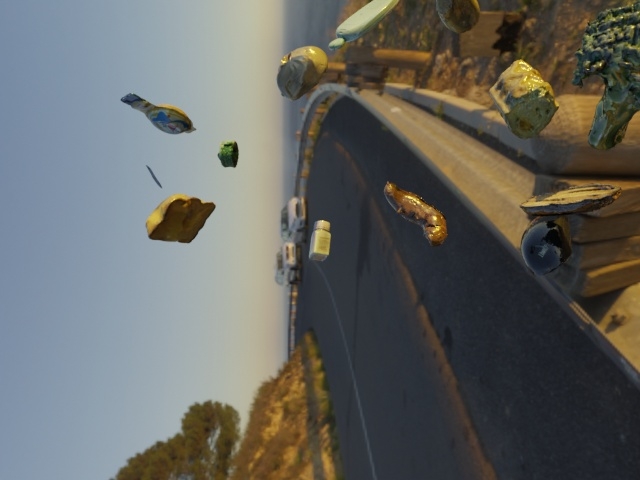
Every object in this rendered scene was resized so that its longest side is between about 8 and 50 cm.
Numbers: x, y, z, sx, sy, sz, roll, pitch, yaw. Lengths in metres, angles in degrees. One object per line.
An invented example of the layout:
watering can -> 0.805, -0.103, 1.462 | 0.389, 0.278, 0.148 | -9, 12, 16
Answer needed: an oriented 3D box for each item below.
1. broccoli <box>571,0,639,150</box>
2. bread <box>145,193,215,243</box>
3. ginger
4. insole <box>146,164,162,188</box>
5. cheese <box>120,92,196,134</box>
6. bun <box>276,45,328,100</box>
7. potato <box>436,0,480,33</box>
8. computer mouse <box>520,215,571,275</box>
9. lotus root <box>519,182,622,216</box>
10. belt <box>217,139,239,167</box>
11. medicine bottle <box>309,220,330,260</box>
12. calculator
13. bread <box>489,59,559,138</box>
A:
broccoli -> 0.526, -0.249, 0.828 | 0.177, 0.198, 0.275 | -56, -45, -19
bread -> -0.418, -0.069, 1.528 | 0.161, 0.088, 0.233 | -60, -12, 6
ginger -> 0.360, -0.098, 1.908 | 0.309, 0.133, 0.107 | 49, 137, 35
insole -> -0.658, -0.251, 2.048 | 0.002, 0.045, 0.135 | -47, -26, -21
cheese -> -0.566, -0.444, 1.827 | 0.177, 0.270, 0.069 | -7, 67, 44
bun -> -0.066, -0.514, 1.562 | 0.166, 0.113, 0.173 | 1, 58, 53
potato -> 0.336, -0.573, 1.274 | 0.138, 0.091, 0.070 | 32, -155, -45
computer mouse -> 0.778, -0.004, 1.809 | 0.170, 0.100, 0.269 | -35, 20, 39
lotus root -> 0.782, -0.112, 1.606 | 0.078, 0.167, 0.329 | 66, 161, -10
belt -> -0.422, -0.393, 2.339 | 0.151, 0.079, 0.121 | 80, -166, -80
medicine bottle -> 0.000, 0.000, 1.664 | 0.074, 0.055, 0.118 | 125, 153, -67
calculator -> 0.147, -0.761, 1.791 | 0.042, 0.295, 0.184 | 51, 177, -32
bread -> 0.766, -0.535, 1.958 | 0.238, 0.196, 0.252 | 42, -149, -39
